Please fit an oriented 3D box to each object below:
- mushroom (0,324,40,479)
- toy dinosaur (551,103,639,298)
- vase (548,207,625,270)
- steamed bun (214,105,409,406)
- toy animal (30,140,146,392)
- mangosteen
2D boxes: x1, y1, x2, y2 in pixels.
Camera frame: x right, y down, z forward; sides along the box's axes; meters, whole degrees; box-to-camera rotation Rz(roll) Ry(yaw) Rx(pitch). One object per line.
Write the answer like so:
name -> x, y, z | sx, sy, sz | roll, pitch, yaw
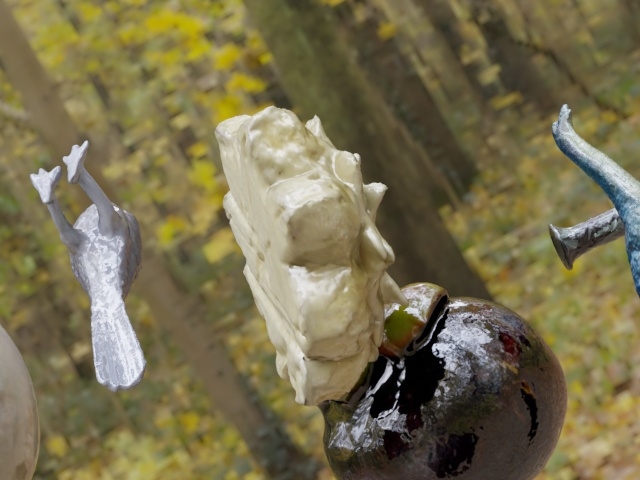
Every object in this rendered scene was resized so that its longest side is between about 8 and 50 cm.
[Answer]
mushroom -> -0.317, 0.136, 1.281 | 0.226, 0.226, 0.178 | -29, -22, 6
toy dinosaur -> 0.276, 0.027, 1.338 | 0.076, 0.363, 0.147 | -7, -24, -32
vase -> 0.334, -0.024, 1.944 | 0.167, 0.059, 0.059 | -23, 3, -3
steamed bun -> 0.000, 0.000, 1.706 | 0.137, 0.295, 0.292 | -14, -23, -10
toy animal -> -0.235, 0.004, 1.891 | 0.081, 0.205, 0.367 | -22, 18, 3
mangosteen -> 0.105, 0.161, 1.897 | 0.275, 0.302, 0.275 | -44, 10, 9
